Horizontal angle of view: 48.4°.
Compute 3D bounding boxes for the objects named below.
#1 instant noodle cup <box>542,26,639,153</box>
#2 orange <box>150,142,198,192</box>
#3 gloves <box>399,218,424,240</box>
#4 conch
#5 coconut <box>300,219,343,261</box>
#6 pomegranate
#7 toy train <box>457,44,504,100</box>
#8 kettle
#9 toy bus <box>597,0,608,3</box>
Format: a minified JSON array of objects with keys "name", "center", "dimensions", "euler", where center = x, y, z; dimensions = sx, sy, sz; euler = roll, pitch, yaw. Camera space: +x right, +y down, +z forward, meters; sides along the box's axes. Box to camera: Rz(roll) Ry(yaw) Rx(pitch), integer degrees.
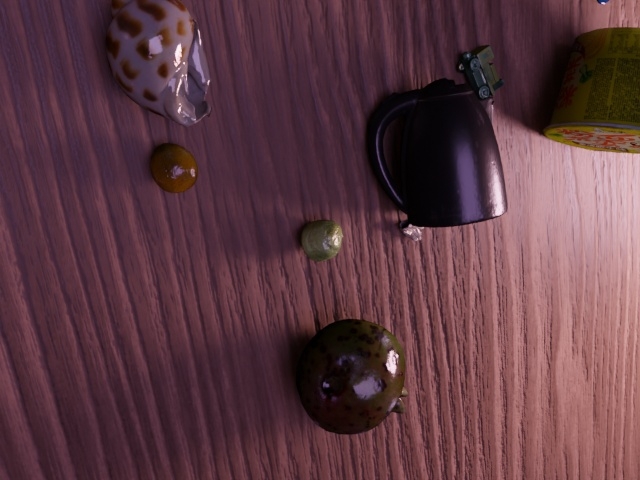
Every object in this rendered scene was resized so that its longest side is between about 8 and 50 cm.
[{"name":"instant noodle cup","center":[0.664,-0.325,1.572],"dimensions":[0.311,0.311,0.221],"euler":[10,91,-26]},{"name":"orange","center":[-0.268,-0.134,1.303],"dimensions":[0.085,0.085,0.095],"euler":[-27,93,-16]},{"name":"gloves","center":[0.201,-0.027,1.571],"dimensions":[0.044,0.037,0.081],"euler":[-32,129,15]},{"name":"conch","center":[-0.282,-0.329,1.204],"dimensions":[0.149,0.183,0.275],"euler":[-1,101,8]},{"name":"coconut","center":[0.000,0.000,1.464],"dimensions":[0.088,0.096,0.087],"euler":[13,72,-45]},{"name":"pomegranate","center":[0.094,0.284,1.522],"dimensions":[0.306,0.242,0.242],"euler":[2,105,-46]},{"name":"toy train","center":[0.346,-0.360,1.539],"dimensions":[0.081,0.050,0.122],"euler":[-38,115,-19]},{"name":"kettle","center":[0.235,-0.182,1.469],"dimensions":[0.268,0.207,0.290],"euler":[-9,104,7]},{"name":"toy bus","center":[0.632,-0.656,1.510],"dimensions":[0.138,0.175,0.287],"euler":[-46,118,-7]}]
